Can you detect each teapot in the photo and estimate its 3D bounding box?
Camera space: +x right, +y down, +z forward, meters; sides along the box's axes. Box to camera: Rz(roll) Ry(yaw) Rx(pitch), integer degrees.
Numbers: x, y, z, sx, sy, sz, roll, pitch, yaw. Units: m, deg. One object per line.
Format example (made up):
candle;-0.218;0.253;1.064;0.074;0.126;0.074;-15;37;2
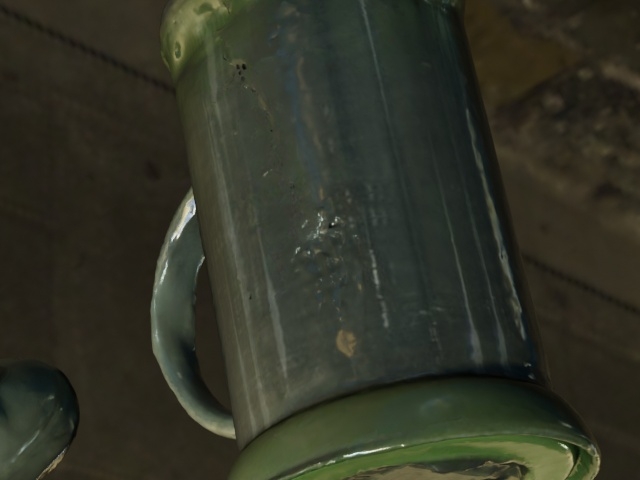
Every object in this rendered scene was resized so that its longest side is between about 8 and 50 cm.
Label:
teapot;0.000;0.000;1.008;0.200;0.270;0.337;12;57;-41

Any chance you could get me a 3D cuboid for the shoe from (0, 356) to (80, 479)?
shoe;-0.206;0.088;0.680;0.275;0.103;0.098;-23;105;-50
